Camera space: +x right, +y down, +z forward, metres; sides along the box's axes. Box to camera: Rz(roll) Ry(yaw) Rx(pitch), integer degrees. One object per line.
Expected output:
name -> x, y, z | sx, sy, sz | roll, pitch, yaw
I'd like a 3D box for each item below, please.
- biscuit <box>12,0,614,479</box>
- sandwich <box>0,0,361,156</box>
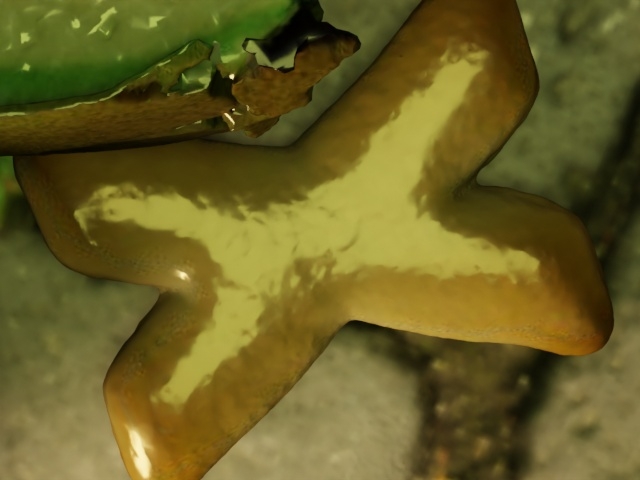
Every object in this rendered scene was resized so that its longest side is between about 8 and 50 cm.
biscuit -> 0.000, -0.001, 0.693 | 0.208, 0.047, 0.164 | -20, 99, -1
sandwich -> -0.145, -0.120, 0.627 | 0.292, 0.109, 0.212 | -11, 80, 1
